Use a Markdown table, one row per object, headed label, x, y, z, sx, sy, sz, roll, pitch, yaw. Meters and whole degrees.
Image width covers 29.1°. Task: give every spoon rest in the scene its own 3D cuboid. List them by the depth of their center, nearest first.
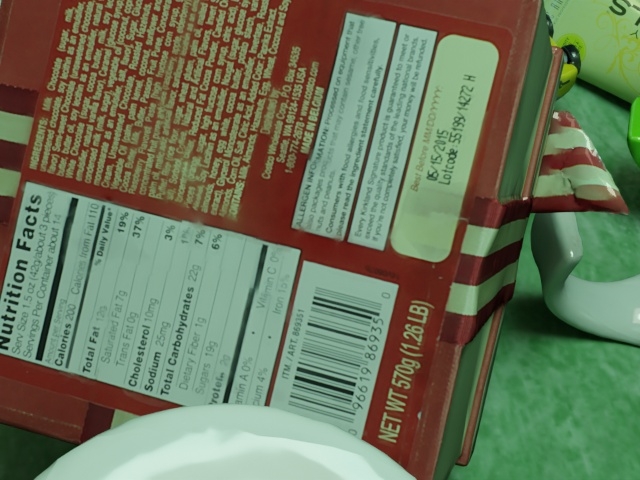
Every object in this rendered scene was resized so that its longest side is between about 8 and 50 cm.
| label | x | y | z | sx | sy | sz | roll | pitch | yaw |
| --- | --- | --- | --- | --- | --- | --- | --- | --- | --- |
| spoon rest | 0.251 | 0.030 | 0.780 | 0.276 | 0.084 | 0.137 | 10 | 51 | -19 |

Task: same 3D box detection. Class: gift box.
| label | x | y | z | sx | sy | sz | roll | pitch | yaw |
| --- | --- | --- | --- | --- | --- | --- | --- | --- | --- |
| gift box | 0.000 | 0.000 | 0.601 | 0.276 | 0.258 | 0.255 | 18 | 94 | 10 |

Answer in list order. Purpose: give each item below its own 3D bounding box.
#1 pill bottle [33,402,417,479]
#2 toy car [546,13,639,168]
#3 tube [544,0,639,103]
| label | x | y | z | sx | sy | sz | roll | pitch | yaw |
| --- | --- | --- | --- | --- | --- | --- | --- | --- | --- |
| pill bottle | -0.042 | 0.194 | 0.455 | 0.162 | 0.278 | 0.162 | 5 | 50 | -6 |
| toy car | 0.187 | -0.066 | 0.824 | 0.225 | 0.053 | 0.239 | 9 | 46 | 14 |
| tube | 0.252 | -0.124 | 0.897 | 0.240 | 0.062 | 0.070 | 34 | 69 | 14 |
